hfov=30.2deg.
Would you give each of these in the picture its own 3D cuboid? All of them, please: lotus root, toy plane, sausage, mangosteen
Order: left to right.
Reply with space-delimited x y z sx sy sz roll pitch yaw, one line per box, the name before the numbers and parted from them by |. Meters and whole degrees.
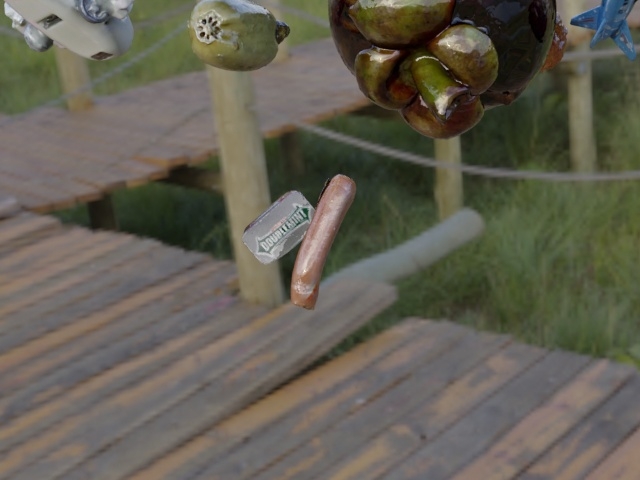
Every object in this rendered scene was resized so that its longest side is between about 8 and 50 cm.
toy plane | -0.379 -0.359 1.713 0.266 0.267 0.123 4 59 25
lotus root | -0.102 -0.255 1.471 0.077 0.090 0.183 6 11 26
sausage | 0.001 0.000 1.506 0.040 0.177 0.047 17 -6 32
mangosteen | 0.155 -0.284 1.550 0.306 0.307 0.347 1 44 18
toy plane | 0.466 -0.398 1.790 0.254 0.271 0.105 36 52 18

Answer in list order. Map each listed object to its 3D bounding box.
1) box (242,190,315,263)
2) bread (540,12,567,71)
box | -0.065 -0.024 1.866 0.120 0.069 0.224 -41 5 -2
bread | 0.303 -0.361 1.882 0.095 0.269 0.139 -19 51 36
